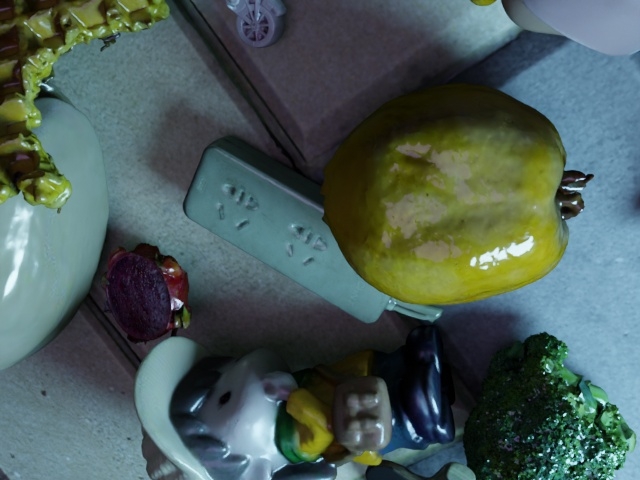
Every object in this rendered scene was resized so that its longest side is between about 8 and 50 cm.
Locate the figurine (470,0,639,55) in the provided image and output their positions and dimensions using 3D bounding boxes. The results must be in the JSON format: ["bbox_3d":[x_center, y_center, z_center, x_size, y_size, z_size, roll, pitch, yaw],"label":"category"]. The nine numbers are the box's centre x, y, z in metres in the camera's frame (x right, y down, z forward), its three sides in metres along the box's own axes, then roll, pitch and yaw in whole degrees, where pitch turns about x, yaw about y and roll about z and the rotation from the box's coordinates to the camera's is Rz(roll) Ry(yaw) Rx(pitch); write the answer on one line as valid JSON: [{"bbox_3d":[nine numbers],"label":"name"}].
[{"bbox_3d":[0.177,-0.252,0.596,0.287,0.176,0.186,29,161,-13],"label":"figurine"}]

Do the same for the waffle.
[{"bbox_3d":[-0.293,-0.175,0.754,0.260,0.069,0.293,23,74,15],"label":"waffle"}]

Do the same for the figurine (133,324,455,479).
[{"bbox_3d":[-0.028,0.195,0.832,0.332,0.185,0.204,0,117,9],"label":"figurine"}]

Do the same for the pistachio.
[{"bbox_3d":[-0.340,-0.009,0.845,0.226,0.208,0.332,10,103,-33],"label":"pistachio"}]

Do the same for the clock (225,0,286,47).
[{"bbox_3d":[-0.076,-0.244,0.746,0.087,0.041,0.129,-39,90,30],"label":"clock"}]

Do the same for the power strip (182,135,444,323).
[{"bbox_3d":[0.000,0.000,0.811,0.288,0.053,0.093,30,116,6],"label":"power strip"}]

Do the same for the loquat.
[{"bbox_3d":[0.116,-0.037,0.689,0.234,0.176,0.187,-7,109,8],"label":"loquat"}]

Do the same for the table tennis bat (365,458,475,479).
[{"bbox_3d":[0.112,0.263,0.816,0.138,0.022,0.246,31,154,10],"label":"table tennis bat"}]

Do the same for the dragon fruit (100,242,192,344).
[{"bbox_3d":[-0.185,0.055,0.889,0.126,0.068,0.112,-13,90,36],"label":"dragon fruit"}]

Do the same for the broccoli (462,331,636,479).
[{"bbox_3d":[0.213,0.193,0.770,0.195,0.156,0.195,37,136,46],"label":"broccoli"}]
